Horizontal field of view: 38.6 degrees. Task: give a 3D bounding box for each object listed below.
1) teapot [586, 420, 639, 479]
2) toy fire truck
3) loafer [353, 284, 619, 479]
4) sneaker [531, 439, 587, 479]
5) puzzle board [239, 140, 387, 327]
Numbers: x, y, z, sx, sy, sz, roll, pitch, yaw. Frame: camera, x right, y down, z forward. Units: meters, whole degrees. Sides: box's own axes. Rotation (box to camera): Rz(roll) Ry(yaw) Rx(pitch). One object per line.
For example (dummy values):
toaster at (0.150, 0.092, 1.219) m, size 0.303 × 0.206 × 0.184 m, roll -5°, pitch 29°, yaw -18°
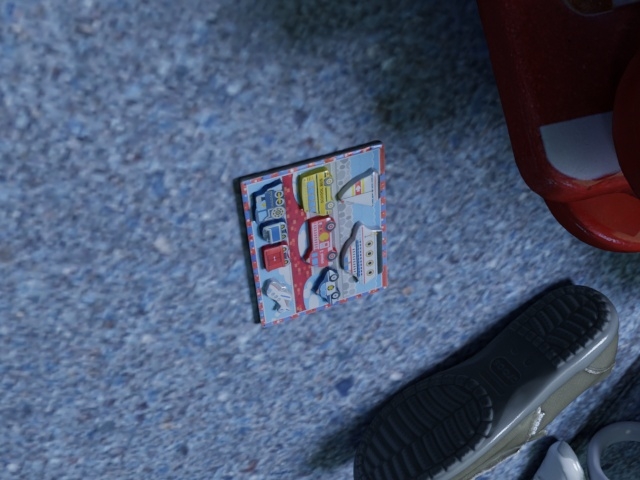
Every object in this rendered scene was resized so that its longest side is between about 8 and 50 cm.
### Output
teapot at (0.423, 0.196, 0.852) m, size 0.256 × 0.187 × 0.252 m, roll 32°, pitch 102°, yaw -25°
toy fire truck at (0.217, -0.136, 0.440) m, size 0.302 × 0.169 × 0.254 m, roll -14°, pitch 88°, yaw -1°
loafer at (0.141, 0.142, 0.733) m, size 0.251 × 0.094 × 0.087 m, roll -36°, pitch 129°, yaw 5°
sneaker at (0.222, 0.255, 0.893) m, size 0.061 × 0.053 × 0.152 m, roll -13°, pitch 132°, yaw -12°
puzzle board at (0.000, 0.000, 0.607) m, size 0.096 × 0.011 × 0.128 m, roll -16°, pitch 132°, yaw -13°
